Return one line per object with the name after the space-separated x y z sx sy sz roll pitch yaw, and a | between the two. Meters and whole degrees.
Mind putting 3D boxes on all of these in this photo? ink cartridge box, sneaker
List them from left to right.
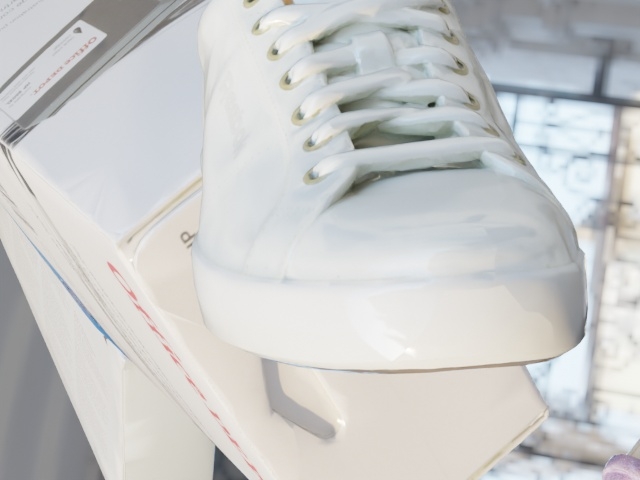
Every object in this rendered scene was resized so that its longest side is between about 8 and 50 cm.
-0.073 -0.012 1.143 0.166 0.395 0.285 -39 -55 -10 | ink cartridge box
0.003 -0.044 0.584 0.290 0.106 0.123 -133 38 -70 | sneaker

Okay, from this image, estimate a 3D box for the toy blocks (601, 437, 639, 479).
0.345 0.195 1.296 0.260 0.288 0.309 -47 -31 -29 | toy blocks

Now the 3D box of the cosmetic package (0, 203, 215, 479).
-0.199 0.007 1.586 0.284 0.097 0.377 96 150 -58 | cosmetic package
